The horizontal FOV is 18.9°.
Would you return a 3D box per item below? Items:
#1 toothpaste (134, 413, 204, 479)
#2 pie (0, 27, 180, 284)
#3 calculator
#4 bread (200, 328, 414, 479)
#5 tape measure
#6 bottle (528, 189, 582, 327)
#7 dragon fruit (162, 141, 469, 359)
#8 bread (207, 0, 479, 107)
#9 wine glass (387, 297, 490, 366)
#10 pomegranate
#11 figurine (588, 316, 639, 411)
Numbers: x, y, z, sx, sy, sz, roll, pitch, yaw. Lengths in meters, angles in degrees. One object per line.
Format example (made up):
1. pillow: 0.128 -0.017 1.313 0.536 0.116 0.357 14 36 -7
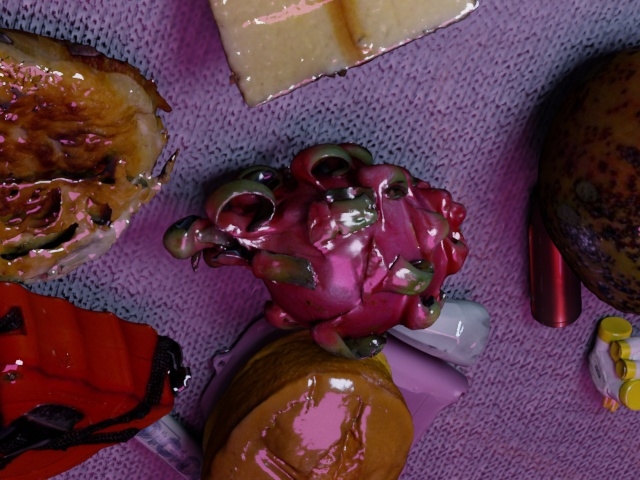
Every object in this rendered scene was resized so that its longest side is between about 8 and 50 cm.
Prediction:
1. toothpaste: -0.167 0.211 2.069 0.062 0.039 0.239 -33 127 14
2. pie: -0.280 -0.073 1.781 0.308 0.085 0.308 -10 130 -12
3. calculator: 0.011 0.174 2.095 0.294 0.043 0.194 20 119 -28
4. bread: -0.020 0.217 2.006 0.195 0.142 0.269 22 124 -25
5. tape measure: -0.300 0.154 1.896 0.260 0.114 0.253 -35 145 26
6. bottle: 0.249 0.015 2.039 0.060 0.060 0.164 -14 129 -8
7. dragon fruit: 0.006 -0.005 1.876 0.273 0.198 0.218 34 143 -12
8. bread: 0.000 -0.254 1.698 0.240 0.135 0.178 -22 130 2
9. wine glass: 0.096 0.083 2.038 0.155 0.073 0.073 15 121 -23
10. pomegranate: 0.368 -0.039 1.845 0.285 0.341 0.285 -12 118 -24
11. figurine: 0.389 0.129 2.166 0.178 0.109 0.129 -21 156 -2
